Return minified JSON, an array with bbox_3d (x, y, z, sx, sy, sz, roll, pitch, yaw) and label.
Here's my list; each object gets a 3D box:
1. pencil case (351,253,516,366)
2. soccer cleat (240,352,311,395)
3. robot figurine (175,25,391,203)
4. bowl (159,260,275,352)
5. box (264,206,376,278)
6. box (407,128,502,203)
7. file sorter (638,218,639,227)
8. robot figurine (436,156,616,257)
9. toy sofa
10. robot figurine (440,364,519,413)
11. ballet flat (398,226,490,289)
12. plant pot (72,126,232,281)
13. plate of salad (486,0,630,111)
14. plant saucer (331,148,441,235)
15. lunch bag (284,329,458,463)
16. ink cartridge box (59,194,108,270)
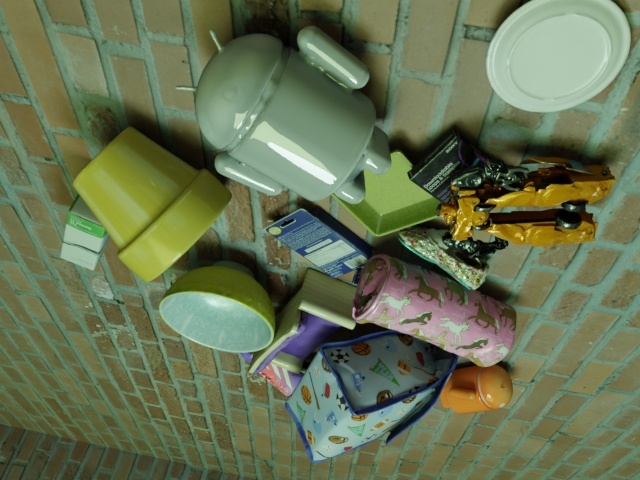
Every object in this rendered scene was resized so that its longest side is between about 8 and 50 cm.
[{"bbox_3d":[0.257,0.162,1.444,0.386,0.160,0.167,21,166,-21],"label":"pencil case"},{"bbox_3d":[-0.114,0.392,1.888,0.318,0.116,0.109,29,-178,-30],"label":"soccer cleat"},{"bbox_3d":[-0.053,-0.197,1.049,0.354,0.199,0.300,29,118,-20],"label":"robot figurine"},{"bbox_3d":[-0.241,0.144,1.614,0.290,0.156,0.289,9,145,6],"label":"bowl"},{"bbox_3d":[0.000,0.000,1.439,0.225,0.036,0.136,35,139,-30],"label":"box"},{"bbox_3d":[0.254,-0.114,1.164,0.162,0.029,0.116,31,120,-27],"label":"box"},{"bbox_3d":[0.696,-0.026,1.055,0.193,0.173,0.277,13,144,0],"label":"file sorter"},{"bbox_3d":[0.349,-0.062,1.136,0.291,0.085,0.211,0,130,0],"label":"robot figurine"},{"bbox_3d":[-0.049,0.241,1.666,0.150,0.177,0.362,23,143,-14],"label":"toy sofa"},{"bbox_3d":[0.431,0.409,1.771,0.220,0.128,0.158,-23,131,39],"label":"robot figurine"},{"bbox_3d":[0.267,0.021,1.359,0.241,0.091,0.077,31,111,-29],"label":"ballet flat"},{"bbox_3d":[-0.348,-0.085,1.283,0.239,0.254,0.254,45,136,-15],"label":"plant pot"},{"bbox_3d":[0.344,-0.276,0.942,0.200,0.048,0.199,2,137,2],"label":"plate of salad"},{"bbox_3d":[0.132,-0.099,1.254,0.188,0.045,0.188,-19,132,37],"label":"plant saucer"},{"bbox_3d":[0.152,0.402,1.708,0.386,0.238,0.327,-10,148,-32],"label":"lunch bag"},{"bbox_3d":[-0.506,-0.049,1.444,0.087,0.153,0.208,24,142,-12],"label":"ink cartridge box"}]
